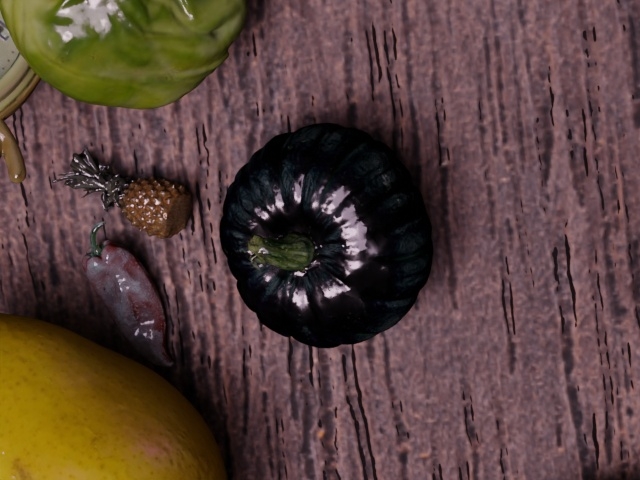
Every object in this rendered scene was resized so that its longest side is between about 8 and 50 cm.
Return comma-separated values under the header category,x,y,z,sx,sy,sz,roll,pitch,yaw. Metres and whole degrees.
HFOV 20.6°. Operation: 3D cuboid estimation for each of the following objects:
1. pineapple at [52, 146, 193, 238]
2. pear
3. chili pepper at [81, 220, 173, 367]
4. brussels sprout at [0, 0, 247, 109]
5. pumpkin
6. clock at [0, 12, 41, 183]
category,x,y,z,sx,sy,sz,roll,pitch,yaw
pineapple,-0.178,-0.044,1.592,0.124,0.058,0.058,24,110,22
pear,-0.234,0.218,1.560,0.285,0.285,0.336,-34,80,20
chili pepper,-0.176,0.050,1.616,0.050,0.041,0.153,-11,119,37
brussels sprout,-0.168,-0.215,1.461,0.223,0.161,0.223,0,88,-11
pumpkin,0.006,-0.003,1.503,0.194,0.150,0.194,2,125,3
clock,-0.340,-0.184,1.515,0.308,0.096,0.235,40,70,0
